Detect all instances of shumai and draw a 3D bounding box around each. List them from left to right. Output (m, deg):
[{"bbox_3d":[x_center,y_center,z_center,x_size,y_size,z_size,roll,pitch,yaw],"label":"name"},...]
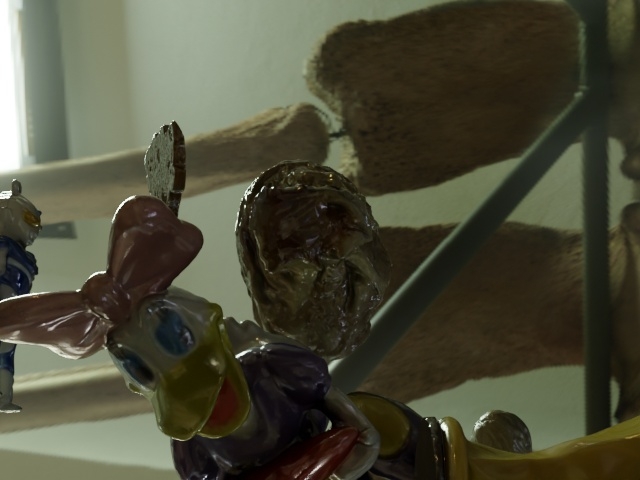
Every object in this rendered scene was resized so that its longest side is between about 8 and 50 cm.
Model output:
[{"bbox_3d":[0.000,0.000,0.996,0.161,0.153,0.210,9,-117,-7],"label":"shumai"}]

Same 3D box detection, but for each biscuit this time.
[{"bbox_3d":[-0.172,-0.081,1.167,0.130,0.019,0.120,-144,-121,-61],"label":"biscuit"}]

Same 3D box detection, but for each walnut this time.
[{"bbox_3d":[0.240,0.270,1.388,0.092,0.092,0.092,4,-81,25],"label":"walnut"}]

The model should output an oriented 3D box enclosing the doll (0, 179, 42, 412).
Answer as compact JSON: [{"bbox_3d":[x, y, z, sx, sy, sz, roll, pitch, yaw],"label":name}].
[{"bbox_3d":[-0.298,0.043,0.992,0.057,0.114,0.227,-5,-110,2],"label":"doll"}]

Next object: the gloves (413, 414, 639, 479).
[{"bbox_3d":[0.194,0.145,0.479,0.294,0.116,0.133,1,-43,1],"label":"gloves"}]

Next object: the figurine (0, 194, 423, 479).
[{"bbox_3d":[-0.051,0.116,0.797,0.154,0.421,0.193,-38,-121,8],"label":"figurine"}]
